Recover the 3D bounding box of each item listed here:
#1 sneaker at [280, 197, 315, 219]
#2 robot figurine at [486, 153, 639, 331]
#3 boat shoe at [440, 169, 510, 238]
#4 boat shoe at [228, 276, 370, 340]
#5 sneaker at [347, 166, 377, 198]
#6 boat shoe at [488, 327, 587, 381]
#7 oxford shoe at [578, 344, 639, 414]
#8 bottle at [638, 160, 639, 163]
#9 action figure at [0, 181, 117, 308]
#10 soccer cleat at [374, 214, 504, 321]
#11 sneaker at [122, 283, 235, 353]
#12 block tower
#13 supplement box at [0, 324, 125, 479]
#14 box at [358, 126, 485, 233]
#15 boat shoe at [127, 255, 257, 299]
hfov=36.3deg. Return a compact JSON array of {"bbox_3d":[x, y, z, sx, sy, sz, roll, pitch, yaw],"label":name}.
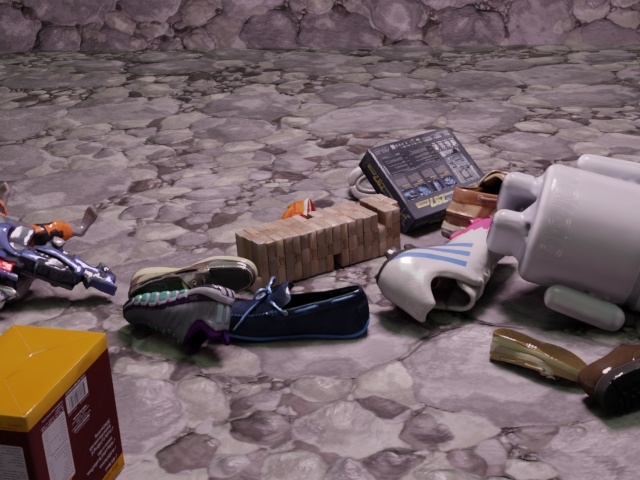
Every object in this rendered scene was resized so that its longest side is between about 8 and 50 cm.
[{"bbox_3d":[-0.049,-0.030,1.939,0.067,0.064,0.175,-19,15,12],"label":"sneaker"},{"bbox_3d":[0.453,-0.003,1.579,0.353,0.300,0.200,15,-19,8],"label":"robot figurine"},{"bbox_3d":[0.357,-0.073,1.880,0.123,0.116,0.324,16,21,38],"label":"boat shoe"},{"bbox_3d":[-0.051,0.101,1.567,0.258,0.089,0.109,-3,23,-1],"label":"boat shoe"},{"bbox_3d":[0.177,-0.141,2.134,0.235,0.090,0.095,1,12,2],"label":"sneaker"},{"bbox_3d":[0.317,0.176,1.423,0.153,0.048,0.056,20,19,30],"label":"boat shoe"},{"bbox_3d":[0.462,0.169,1.365,0.227,0.083,0.096,-10,20,-20],"label":"oxford shoe"},{"bbox_3d":[0.706,-0.124,2.018,0.118,0.092,0.283,6,24,18],"label":"bottle"},{"bbox_3d":[-0.523,0.039,1.757,0.341,0.178,0.330,26,32,-2],"label":"action figure"},{"bbox_3d":[0.240,0.057,1.651,0.331,0.116,0.143,-18,50,-37],"label":"soccer cleat"},{"bbox_3d":[-0.232,0.132,1.540,0.224,0.098,0.083,-13,-21,36],"label":"sneaker"},{"bbox_3d":[0.000,0.000,1.798,0.335,0.097,0.091,-17,26,-29],"label":"block tower"},{"bbox_3d":[-0.339,0.232,1.151,0.129,0.194,0.191,4,24,15],"label":"supplement box"},{"bbox_3d":[0.220,-0.127,2.001,0.233,0.059,0.183,-20,65,-33],"label":"box"},{"bbox_3d":[-0.219,0.080,1.659,0.223,0.080,0.073,-6,28,6],"label":"boat shoe"}]
